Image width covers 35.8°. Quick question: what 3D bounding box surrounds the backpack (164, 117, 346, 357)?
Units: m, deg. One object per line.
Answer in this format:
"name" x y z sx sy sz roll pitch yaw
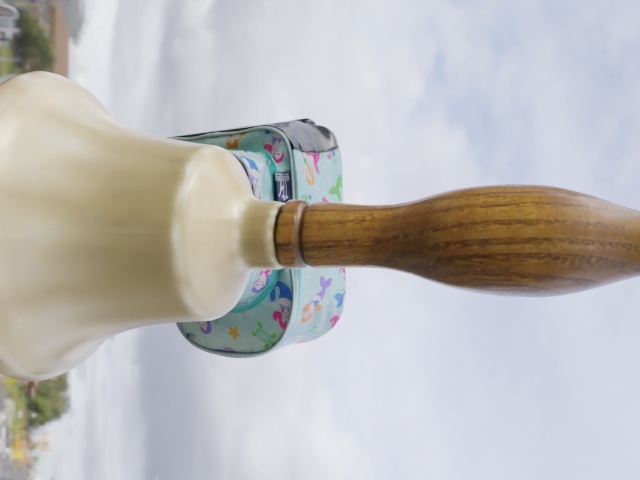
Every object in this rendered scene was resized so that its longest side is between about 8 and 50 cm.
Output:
"backpack" -0.087 0.003 1.092 0.225 0.191 0.254 -1 -80 38

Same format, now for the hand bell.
"hand bell" 0.000 0.000 0.366 0.126 0.242 0.126 3 90 -71

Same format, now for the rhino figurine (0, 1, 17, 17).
"rhino figurine" -0.174 -0.133 0.457 0.243 0.073 0.106 123 -29 -62
